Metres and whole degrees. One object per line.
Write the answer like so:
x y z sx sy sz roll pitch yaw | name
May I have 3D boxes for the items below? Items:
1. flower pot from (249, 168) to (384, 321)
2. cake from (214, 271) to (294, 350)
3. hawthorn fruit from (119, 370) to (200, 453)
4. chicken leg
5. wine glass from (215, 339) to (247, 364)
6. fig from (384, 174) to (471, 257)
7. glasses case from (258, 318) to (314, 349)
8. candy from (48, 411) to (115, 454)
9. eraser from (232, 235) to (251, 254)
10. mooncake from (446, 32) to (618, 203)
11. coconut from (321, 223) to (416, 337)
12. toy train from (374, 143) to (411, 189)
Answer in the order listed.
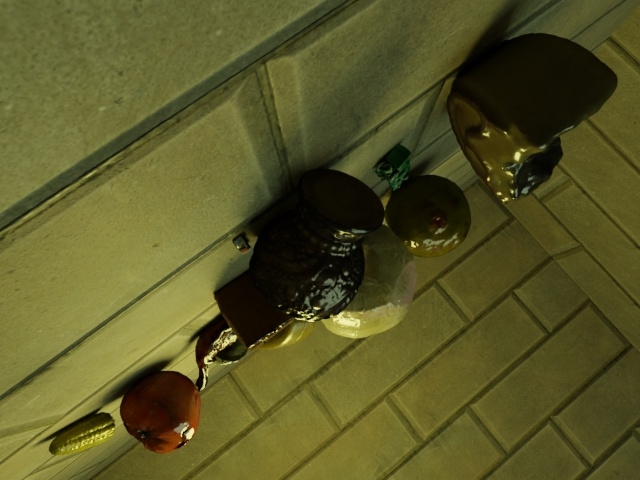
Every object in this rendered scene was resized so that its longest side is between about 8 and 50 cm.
0.000 0.000 0.958 0.267 0.266 0.267 -26 153 -47 | flower pot
-0.192 0.222 1.334 0.199 0.196 0.293 -36 167 -19 | cake
-0.550 0.583 1.544 0.276 0.276 0.307 -42 -170 18 | hawthorn fruit
-0.381 0.385 1.556 0.158 0.096 0.407 16 111 -47 | chicken leg
-0.382 0.437 1.764 0.156 0.156 0.232 -32 172 -29 | wine glass
0.408 -0.100 1.694 0.343 0.343 0.343 -37 169 -9 | fig
-0.157 0.305 1.582 0.141 0.173 0.371 -3 166 -41 | glasses case
-0.788 0.641 1.414 0.106 0.094 0.199 -41 161 20 | candy
-0.180 0.012 0.997 0.027 0.019 0.099 -37 170 -7 | eraser
0.484 -0.262 1.031 0.246 0.394 0.393 -37 -151 5 | mooncake
0.124 0.112 1.452 0.405 0.404 0.404 -37 169 -9 | coconut
0.219 -0.209 1.253 0.104 0.071 0.178 -51 166 7 | toy train
